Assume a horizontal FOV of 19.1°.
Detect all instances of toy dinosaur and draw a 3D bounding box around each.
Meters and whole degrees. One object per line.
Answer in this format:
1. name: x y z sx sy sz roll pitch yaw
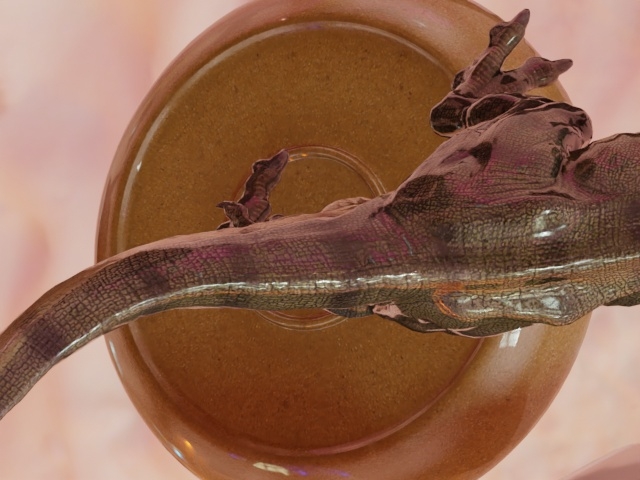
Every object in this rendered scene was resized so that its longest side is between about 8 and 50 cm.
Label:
1. toy dinosaur: 0.029 -0.004 0.446 0.118 0.268 0.064 -126 26 -67

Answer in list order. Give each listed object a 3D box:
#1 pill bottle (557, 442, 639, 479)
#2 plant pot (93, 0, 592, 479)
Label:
1. pill bottle: 0.001 0.230 0.609 0.224 0.392 0.224 42 145 38
2. plant pot: 0.000 0.000 0.793 0.236 0.032 0.236 -3 82 24
